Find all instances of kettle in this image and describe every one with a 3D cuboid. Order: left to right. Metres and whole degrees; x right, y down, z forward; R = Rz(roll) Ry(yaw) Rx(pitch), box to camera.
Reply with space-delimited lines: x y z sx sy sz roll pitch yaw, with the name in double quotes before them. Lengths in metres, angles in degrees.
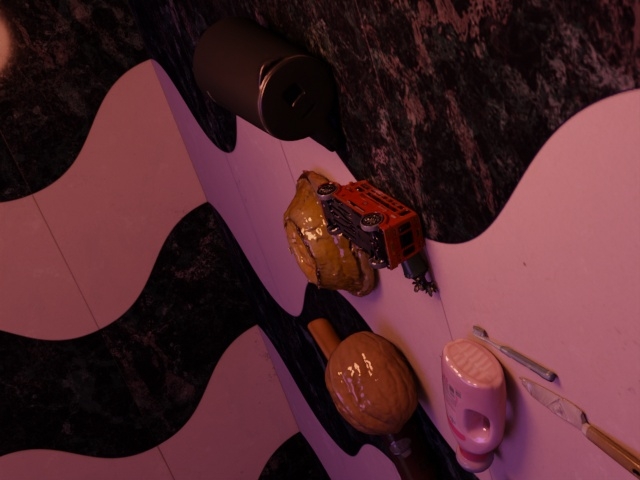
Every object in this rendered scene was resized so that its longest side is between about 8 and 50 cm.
"kettle" -0.114 -0.316 1.552 0.308 0.203 0.262 40 149 47

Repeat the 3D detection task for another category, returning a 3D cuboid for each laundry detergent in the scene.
"laundry detergent" 0.306 0.344 1.436 0.159 0.087 0.335 46 157 45

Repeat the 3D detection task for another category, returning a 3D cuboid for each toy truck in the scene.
"toy truck" 0.094 -0.045 1.458 0.252 0.114 0.108 40 152 51

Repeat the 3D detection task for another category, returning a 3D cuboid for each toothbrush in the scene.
"toothbrush" 0.331 0.194 1.262 0.219 0.016 0.019 -147 43 -62

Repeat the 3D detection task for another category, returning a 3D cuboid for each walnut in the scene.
"walnut" 0.128 0.357 1.793 0.261 0.224 0.225 60 163 16

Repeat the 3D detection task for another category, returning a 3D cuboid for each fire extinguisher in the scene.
"fire extinguisher" 0.247 0.575 1.919 0.344 0.102 0.138 65 162 -2

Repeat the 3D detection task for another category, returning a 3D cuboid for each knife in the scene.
"knife" 0.412 0.287 1.153 0.298 0.017 0.047 38 147 64

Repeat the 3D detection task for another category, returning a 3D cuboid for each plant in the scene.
"plant" 0.194 0.070 1.435 0.102 0.051 0.051 62 164 -11

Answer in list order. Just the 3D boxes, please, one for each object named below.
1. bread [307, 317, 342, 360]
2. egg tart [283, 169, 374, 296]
"bread" 0.043 0.337 2.234 0.239 0.073 0.093 54 177 35
"egg tart" 0.000 0.000 1.785 0.345 0.132 0.345 57 164 27
